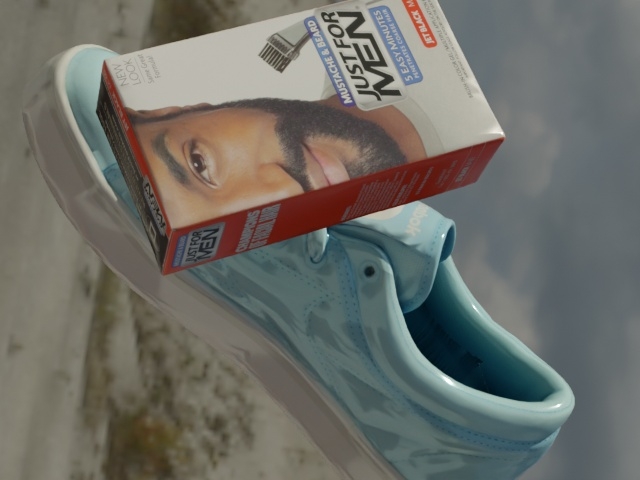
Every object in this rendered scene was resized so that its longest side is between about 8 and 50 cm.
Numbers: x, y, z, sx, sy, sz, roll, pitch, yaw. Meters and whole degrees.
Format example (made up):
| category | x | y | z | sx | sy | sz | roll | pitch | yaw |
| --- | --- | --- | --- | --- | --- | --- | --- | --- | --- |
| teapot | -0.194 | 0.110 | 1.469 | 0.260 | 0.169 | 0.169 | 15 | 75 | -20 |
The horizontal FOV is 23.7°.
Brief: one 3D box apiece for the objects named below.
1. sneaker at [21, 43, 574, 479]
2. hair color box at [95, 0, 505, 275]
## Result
| category | x | y | z | sx | sy | sz | roll | pitch | yaw |
| --- | --- | --- | --- | --- | --- | --- | --- | --- | --- |
| sneaker | 0.000 | 0.000 | 0.877 | 0.150 | 0.366 | 0.135 | -41 | -168 | 32 |
| hair color box | -0.010 | -0.055 | 0.715 | 0.053 | 0.167 | 0.093 | 114 | -44 | -63 |
